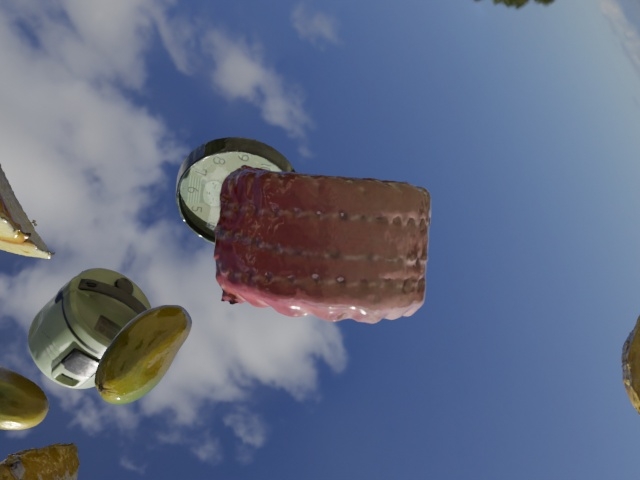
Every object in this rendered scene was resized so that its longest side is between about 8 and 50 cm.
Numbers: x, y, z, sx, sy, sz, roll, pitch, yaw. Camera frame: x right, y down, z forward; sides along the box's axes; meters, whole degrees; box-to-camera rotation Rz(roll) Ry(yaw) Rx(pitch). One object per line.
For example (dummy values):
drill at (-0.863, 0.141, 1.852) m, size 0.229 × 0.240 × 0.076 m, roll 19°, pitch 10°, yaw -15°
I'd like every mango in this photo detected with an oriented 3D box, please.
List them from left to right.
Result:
mango at (-0.631, 0.281, 1.229) m, size 0.237 × 0.091 × 0.137 m, roll 29°, pitch 180°, yaw 4°
mango at (-0.282, 0.173, 1.033) m, size 0.191 × 0.085 × 0.122 m, roll -58°, pitch -29°, yaw -27°

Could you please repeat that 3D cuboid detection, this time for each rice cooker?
rice cooker at (-0.486, 0.189, 1.401) m, size 0.226 × 0.244 × 0.226 m, roll 41°, pitch -156°, yaw -23°

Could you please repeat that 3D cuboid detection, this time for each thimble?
thimble at (0.007, 0.000, 0.600) m, size 0.163 × 0.189 × 0.125 m, roll -13°, pitch -70°, yaw -74°

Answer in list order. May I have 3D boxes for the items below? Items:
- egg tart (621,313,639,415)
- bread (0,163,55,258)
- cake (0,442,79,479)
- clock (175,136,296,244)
egg tart at (0.459, 0.173, 0.807) m, size 0.252 × 0.098 × 0.232 m, roll -22°, pitch -99°, yaw -29°
bread at (-0.423, -0.073, 0.836) m, size 0.178 × 0.240 × 0.135 m, roll 23°, pitch -108°, yaw 1°
cake at (-0.229, 0.246, 0.491) m, size 0.116 × 0.079 × 0.185 m, roll -70°, pitch -31°, yaw -82°
clock at (-0.142, -0.076, 1.119) m, size 0.215 × 0.215 × 0.042 m, roll 40°, pitch -152°, yaw -29°
